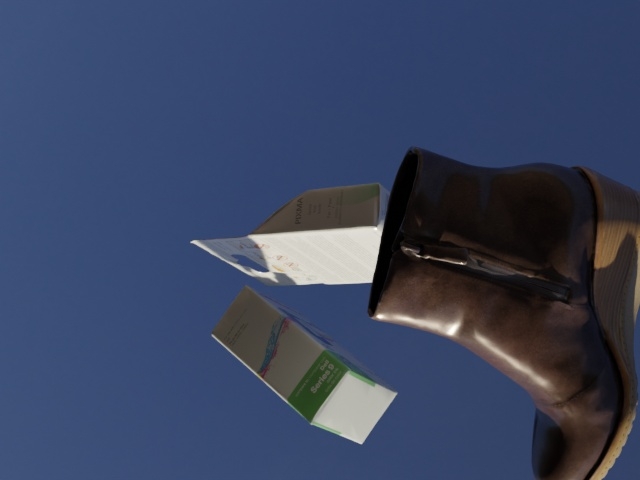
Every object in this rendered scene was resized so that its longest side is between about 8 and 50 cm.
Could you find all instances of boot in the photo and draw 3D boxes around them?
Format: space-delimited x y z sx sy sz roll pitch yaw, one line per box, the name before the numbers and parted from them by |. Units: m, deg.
boot | 0.126 0.063 0.792 0.090 0.206 0.248 -142 -119 -68

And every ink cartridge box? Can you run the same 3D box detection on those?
ink cartridge box | -0.023 0.166 1.505 0.212 0.154 0.093 35 -90 35
ink cartridge box | 0.000 0.000 1.227 0.224 0.181 0.056 -2 -110 28
